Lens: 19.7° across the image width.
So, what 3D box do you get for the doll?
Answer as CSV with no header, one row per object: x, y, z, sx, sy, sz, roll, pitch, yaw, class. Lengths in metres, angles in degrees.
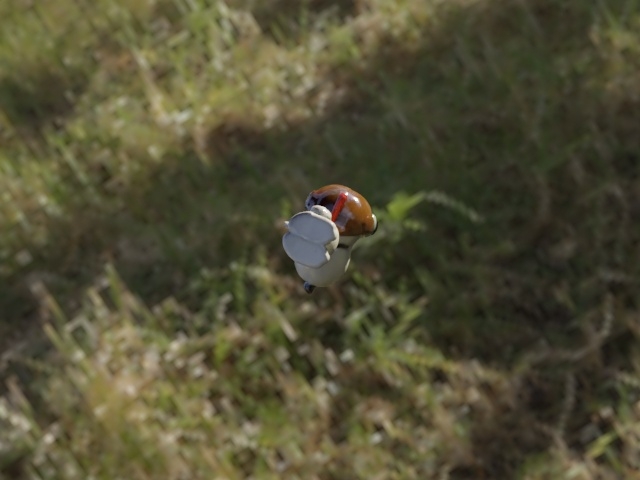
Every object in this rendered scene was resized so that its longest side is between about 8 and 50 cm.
0.002,-0.006,0.945,0.085,0.040,0.058,68,-137,-72,doll
